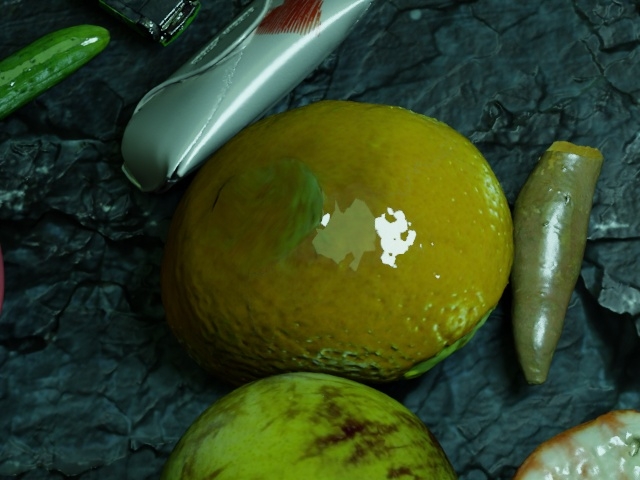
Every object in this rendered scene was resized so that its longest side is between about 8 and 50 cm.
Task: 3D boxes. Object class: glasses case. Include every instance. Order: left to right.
[{"bbox_3d":[-0.073,-0.169,1.459,0.308,0.128,0.083,-44,108,-9],"label":"glasses case"}]

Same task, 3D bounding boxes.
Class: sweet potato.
[{"bbox_3d":[0.200,0.014,1.342,0.077,0.077,0.244,12,70,17],"label":"sweet potato"}]

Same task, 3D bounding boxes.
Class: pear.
[{"bbox_3d":[-0.002,0.247,1.181,0.283,0.283,0.283,-5,66,11],"label":"pear"}]

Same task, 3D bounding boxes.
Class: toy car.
[{"bbox_3d":[-0.199,-0.261,1.559,0.165,0.062,0.071,34,79,24],"label":"toy car"}]

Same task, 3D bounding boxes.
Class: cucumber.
[{"bbox_3d":[-0.333,-0.161,1.551,0.250,0.056,0.056,-32,64,-5],"label":"cucumber"}]

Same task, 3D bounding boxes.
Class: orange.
[{"bbox_3d":[-0.003,-0.006,1.341,0.334,0.196,0.262,-4,54,34],"label":"orange"}]

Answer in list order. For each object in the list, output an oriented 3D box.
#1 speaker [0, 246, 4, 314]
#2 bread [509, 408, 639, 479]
[{"bbox_3d":[-0.435,0.046,1.367,0.294,0.294,0.294,-5,66,11],"label":"speaker"},{"bbox_3d":[0.264,0.300,1.185,0.295,0.114,0.328,-4,67,12],"label":"bread"}]
